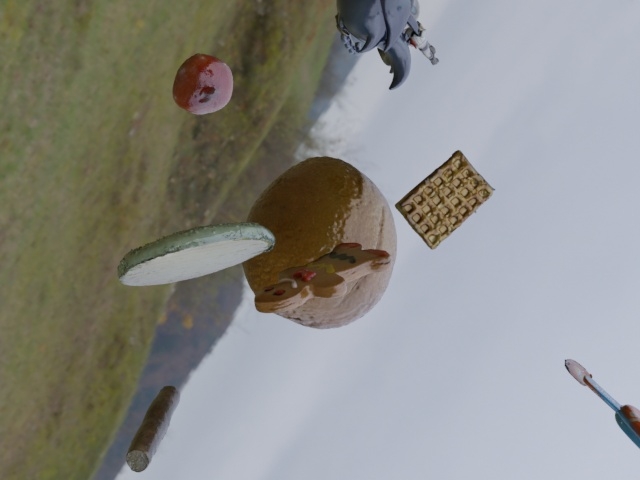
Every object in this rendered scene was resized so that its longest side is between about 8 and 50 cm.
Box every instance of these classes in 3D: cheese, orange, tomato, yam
[{"bbox_3d":[0.485,0.277,1.594,0.037,0.256,0.106,-49,169,17],"label":"cheese"},{"bbox_3d":[0.000,0.000,2.076,0.322,0.322,0.357,133,-26,-61],"label":"orange"},{"bbox_3d":[-0.272,-0.362,2.403,0.155,0.155,0.069,-54,-141,14],"label":"tomato"},{"bbox_3d":[-0.302,0.340,1.839,0.057,0.057,0.241,-54,-172,20],"label":"yam"}]

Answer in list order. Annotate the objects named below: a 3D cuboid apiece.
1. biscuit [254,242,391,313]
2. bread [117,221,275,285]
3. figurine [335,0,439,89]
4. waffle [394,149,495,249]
[{"bbox_3d":[-0.004,0.058,1.688,0.250,0.036,0.165,-24,-160,-30],"label":"biscuit"},{"bbox_3d":[-0.200,0.020,1.613,0.267,0.040,0.267,-15,170,-3],"label":"bread"},{"bbox_3d":[0.135,-0.439,2.014,0.197,0.265,0.175,-29,-141,-14],"label":"figurine"},{"bbox_3d":[0.206,-0.067,1.664,0.148,0.102,0.042,-42,-172,-5],"label":"waffle"}]
